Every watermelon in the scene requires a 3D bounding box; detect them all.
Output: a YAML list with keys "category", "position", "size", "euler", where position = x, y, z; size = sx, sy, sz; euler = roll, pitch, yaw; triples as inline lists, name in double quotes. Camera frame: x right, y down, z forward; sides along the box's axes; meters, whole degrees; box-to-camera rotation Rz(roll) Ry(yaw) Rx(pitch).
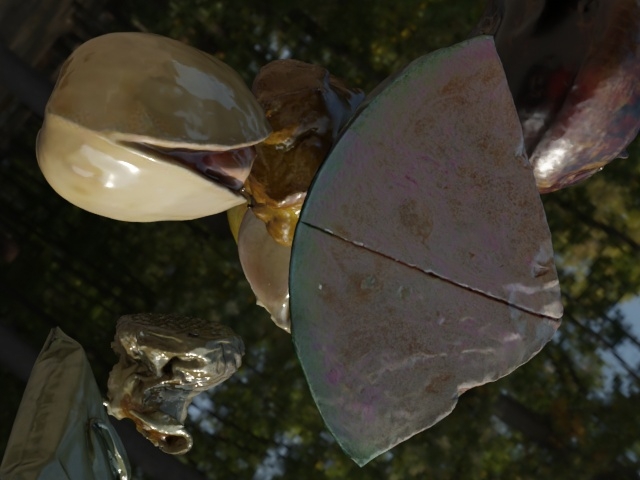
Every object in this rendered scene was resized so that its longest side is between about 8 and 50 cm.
- category: "watermelon"
  position: [0.088, 0.005, 1.172]
  size: [0.292, 0.319, 0.222]
  euler: [-25, -178, 0]

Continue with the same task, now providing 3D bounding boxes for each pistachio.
- category: "pistachio"
  position: [-0.194, -0.125, 1.358]
  size: [0.230, 0.309, 0.230]
  euler: [-9, -104, 39]

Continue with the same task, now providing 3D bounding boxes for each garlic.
- category: "garlic"
  position: [0.000, 0.000, 1.943]
  size: [0.340, 0.231, 0.246]
  euler: [-23, -144, 61]

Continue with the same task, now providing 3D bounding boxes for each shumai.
- category: "shumai"
  position: [-0.297, 0.284, 2.365]
  size: [0.314, 0.267, 0.262]
  euler: [-136, -124, -82]

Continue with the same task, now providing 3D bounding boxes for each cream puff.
- category: "cream puff"
  position: [-0.022, -0.118, 1.600]
  size: [0.154, 0.241, 0.269]
  euler: [-9, -104, 26]

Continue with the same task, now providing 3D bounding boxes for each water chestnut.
- category: "water chestnut"
  position: [0.327, -0.200, 1.465]
  size: [0.350, 0.302, 0.350]
  euler: [-159, -90, -87]

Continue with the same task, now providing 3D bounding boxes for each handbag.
- category: "handbag"
  position: [-0.314, 0.298, 1.507]
  size: [0.109, 0.253, 0.316]
  euler: [-16, -149, 6]

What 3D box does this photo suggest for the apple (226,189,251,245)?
- category: "apple"
  position: [-0.021, -0.066, 2.268]
  size: [0.339, 0.339, 0.339]
  euler: [-47, -165, 17]
